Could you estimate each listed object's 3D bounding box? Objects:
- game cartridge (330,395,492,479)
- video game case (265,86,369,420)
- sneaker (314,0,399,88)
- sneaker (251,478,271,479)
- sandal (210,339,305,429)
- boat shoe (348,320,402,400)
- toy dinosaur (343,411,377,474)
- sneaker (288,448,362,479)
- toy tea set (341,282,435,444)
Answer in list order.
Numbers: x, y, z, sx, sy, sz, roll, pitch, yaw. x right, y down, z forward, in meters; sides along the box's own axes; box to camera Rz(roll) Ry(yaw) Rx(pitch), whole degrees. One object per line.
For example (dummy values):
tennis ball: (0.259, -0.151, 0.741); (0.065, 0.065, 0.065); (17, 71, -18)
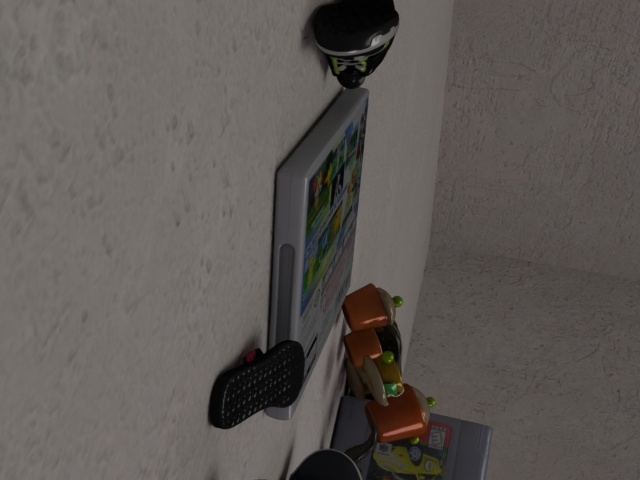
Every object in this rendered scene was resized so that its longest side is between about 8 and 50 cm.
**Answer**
game cartridge: (0.164, 0.416, 1.534); (0.060, 0.294, 0.196); (81, 20, -68)
video game case: (0.000, 0.000, 0.988); (0.329, 0.036, 0.300); (-60, 157, -61)
sneaker: (0.046, -0.211, 0.906); (0.235, 0.084, 0.097); (-59, 157, -64)
sneaker: (-0.069, 0.406, 0.768); (0.150, 0.135, 0.366); (-50, 141, -56)
sandal: (-0.063, 0.132, 0.778); (0.179, 0.040, 0.067); (-5, 99, -65)
boat shoe: (0.116, 0.291, 1.656); (0.120, 0.122, 0.324); (-63, 161, -68)
toy dinosaur: (0.025, 0.447, 1.402); (0.160, 0.121, 0.314); (113, -18, -82)
sneaker: (-0.014, 0.402, 1.019); (0.127, 0.126, 0.321); (94, 12, -57)
toy tea set: (0.124, 0.213, 1.422); (0.336, 0.124, 0.200); (84, -16, -51)
